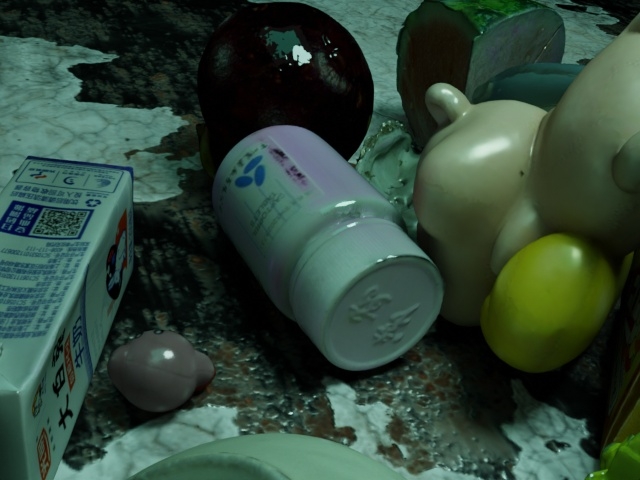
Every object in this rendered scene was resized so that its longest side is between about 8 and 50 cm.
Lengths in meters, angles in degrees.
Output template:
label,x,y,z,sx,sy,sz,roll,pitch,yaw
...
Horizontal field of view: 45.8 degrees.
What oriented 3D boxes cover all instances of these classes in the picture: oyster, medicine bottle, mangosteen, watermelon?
label,x,y,z,sx,sy,sz,roll,pitch,yaw
oyster,0.094,-0.076,0.952,0.199,0.087,0.252,5,38,-25
medicine bottle,0.000,0.000,0.748,0.152,0.151,0.254,-8,36,-25
mangosteen,-0.062,-0.171,0.947,0.265,0.228,0.228,-25,11,37
watermelon,0.198,-0.255,1.102,0.222,0.292,0.319,33,48,27

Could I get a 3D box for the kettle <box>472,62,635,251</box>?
label,x,y,z,sx,sy,sz,roll,pitch,yaw
kettle,0.335,-0.112,0.883,0.342,0.319,0.247,12,74,19

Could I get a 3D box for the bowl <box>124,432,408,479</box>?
label,x,y,z,sx,sy,sz,roll,pitch,yaw
bowl,-0.044,0.193,0.343,0.277,0.145,0.277,-17,30,10

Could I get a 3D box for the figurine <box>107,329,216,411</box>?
label,x,y,z,sx,sy,sz,roll,pitch,yaw
figurine,-0.130,0.107,0.622,0.083,0.071,0.066,1,74,1

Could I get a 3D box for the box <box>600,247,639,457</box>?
label,x,y,z,sx,sy,sz,roll,pitch,yaw
box,0.389,0.054,0.641,0.214,0.259,0.283,25,34,12

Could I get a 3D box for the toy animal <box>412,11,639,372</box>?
label,x,y,z,sx,sy,sz,roll,pitch,yaw
toy animal,0.179,-0.039,0.703,0.247,0.345,0.277,29,54,20

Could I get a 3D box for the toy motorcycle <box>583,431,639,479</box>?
label,x,y,z,sx,sy,sz,roll,pitch,yaw
toy motorcycle,0.328,0.227,0.457,0.342,0.142,0.206,23,17,26

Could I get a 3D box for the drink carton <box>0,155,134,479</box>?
label,x,y,z,sx,sy,sz,roll,pitch,yaw
drink carton,-0.236,0.058,0.616,0.107,0.130,0.315,6,33,-3
